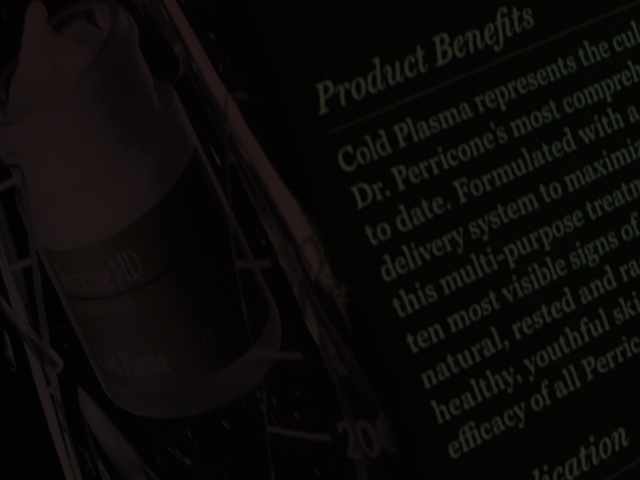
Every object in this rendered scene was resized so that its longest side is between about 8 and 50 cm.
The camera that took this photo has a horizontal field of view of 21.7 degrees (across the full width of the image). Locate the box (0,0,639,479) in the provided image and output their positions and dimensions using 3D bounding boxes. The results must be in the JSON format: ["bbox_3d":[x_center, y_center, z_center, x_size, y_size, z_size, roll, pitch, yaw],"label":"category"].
[{"bbox_3d":[0.000,0.000,0.842,0.297,0.471,0.480,-24,-172,-30],"label":"box"}]
